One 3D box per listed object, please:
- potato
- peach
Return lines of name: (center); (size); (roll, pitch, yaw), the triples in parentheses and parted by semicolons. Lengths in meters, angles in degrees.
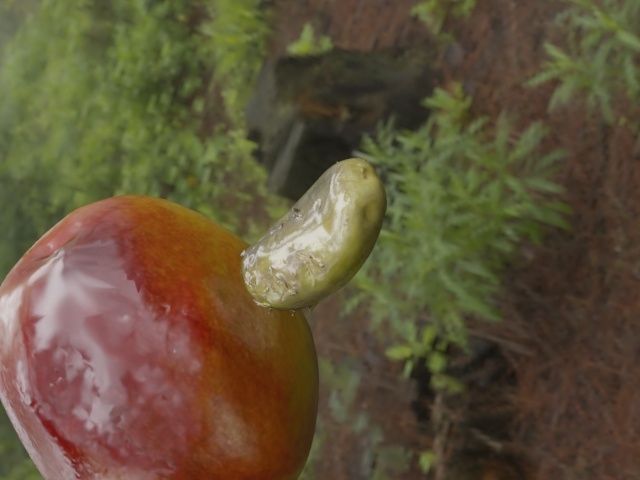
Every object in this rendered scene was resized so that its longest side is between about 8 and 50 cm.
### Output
potato: (0.000, 0.000, 1.147); (0.138, 0.070, 0.091); (-41, 22, 16)
peach: (-0.154, 0.111, 1.362); (0.308, 0.332, 0.307); (-20, 42, 19)
